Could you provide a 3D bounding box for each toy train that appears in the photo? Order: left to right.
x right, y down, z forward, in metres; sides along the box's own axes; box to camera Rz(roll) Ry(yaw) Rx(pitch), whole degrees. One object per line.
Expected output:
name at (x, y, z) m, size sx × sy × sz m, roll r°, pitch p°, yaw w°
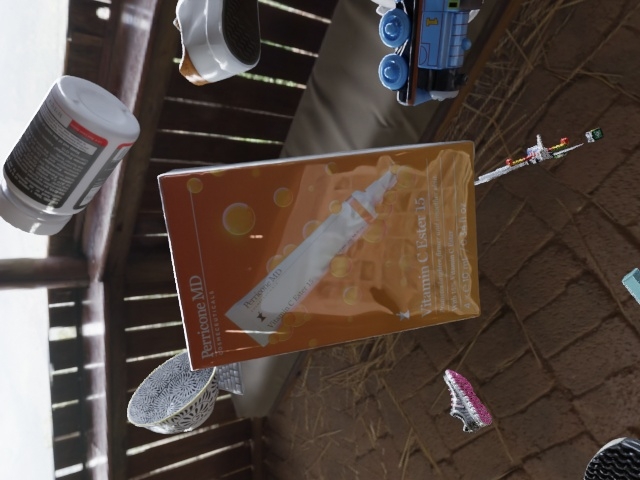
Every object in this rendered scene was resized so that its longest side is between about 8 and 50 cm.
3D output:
toy train at (0.129, -0.249, 0.539) m, size 0.105 × 0.080 × 0.184 m, roll 23°, pitch 126°, yaw 37°

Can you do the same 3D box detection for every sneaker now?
sneaker at (-0.145, -0.343, 0.612) m, size 0.123 × 0.106 × 0.289 m, roll -11°, pitch 68°, yaw 35°
sneaker at (0.341, 0.393, 1.121) m, size 0.074 × 0.063 × 0.170 m, roll -58°, pitch 33°, yaw 21°
sneaker at (0.310, 0.255, 0.466) m, size 0.057 × 0.075 × 0.161 m, roll 17°, pitch 119°, yaw 48°

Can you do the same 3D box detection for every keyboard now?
keyboard at (-0.161, 0.117, 0.740) m, size 0.072 × 0.014 × 0.255 m, roll -6°, pitch 92°, yaw 51°

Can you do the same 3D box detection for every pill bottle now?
pill bottle at (-0.491, -0.152, 0.879) m, size 0.283 × 0.161 × 0.161 m, roll -44°, pitch 55°, yaw 19°

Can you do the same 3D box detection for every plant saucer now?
plant saucer at (0.681, 0.147, 0.922) m, size 0.192 × 0.018 × 0.067 m, roll 62°, pitch -178°, yaw 25°

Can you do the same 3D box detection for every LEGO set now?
LEGO set at (0.431, -0.179, 0.946) m, size 0.244 × 0.183 × 0.060 m, roll -17°, pitch 95°, yaw 58°

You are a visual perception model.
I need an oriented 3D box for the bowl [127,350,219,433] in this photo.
bowl at (-0.237, 0.277, 0.804) m, size 0.170 × 0.170 × 0.080 m, roll 10°, pitch 133°, yaw 54°

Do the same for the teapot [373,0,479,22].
teapot at (0.167, -0.546, 0.922) m, size 0.256 × 0.253 × 0.187 m, roll 50°, pitch 132°, yaw 41°

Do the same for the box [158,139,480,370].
box at (0.000, 0.000, 0.577) m, size 0.168 × 0.346 × 0.214 m, roll -143°, pitch 45°, yaw -74°
